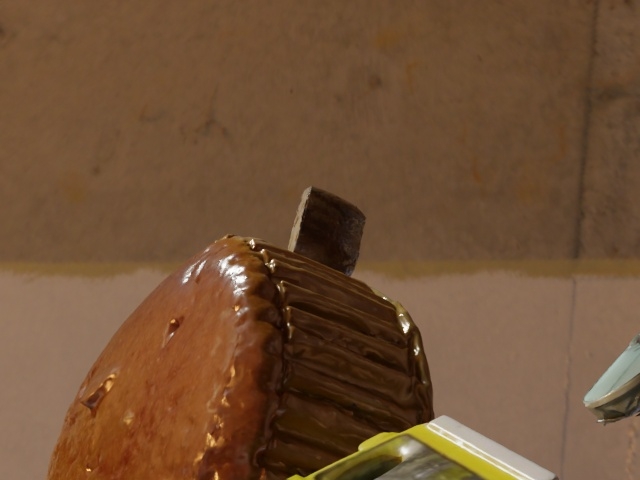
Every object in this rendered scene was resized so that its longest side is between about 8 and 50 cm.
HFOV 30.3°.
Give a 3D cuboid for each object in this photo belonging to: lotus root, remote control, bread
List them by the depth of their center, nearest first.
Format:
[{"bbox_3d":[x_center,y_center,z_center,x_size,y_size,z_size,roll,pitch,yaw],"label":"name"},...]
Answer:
[{"bbox_3d":[-0.045,0.095,0.487,0.104,0.199,0.199,24,-71,-26],"label":"bread"},{"bbox_3d":[-0.001,0.001,1.412,0.081,0.122,0.112,19,-32,-12],"label":"lotus root"},{"bbox_3d":[0.396,0.146,1.421,0.104,0.247,0.052,-37,-93,43],"label":"remote control"}]

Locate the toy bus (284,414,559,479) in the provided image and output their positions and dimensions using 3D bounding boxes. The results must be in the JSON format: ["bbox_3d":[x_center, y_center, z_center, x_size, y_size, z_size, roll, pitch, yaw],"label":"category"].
[{"bbox_3d":[0.049,0.168,0.346,0.074,0.081,0.226,-25,-71,-21],"label":"toy bus"}]
